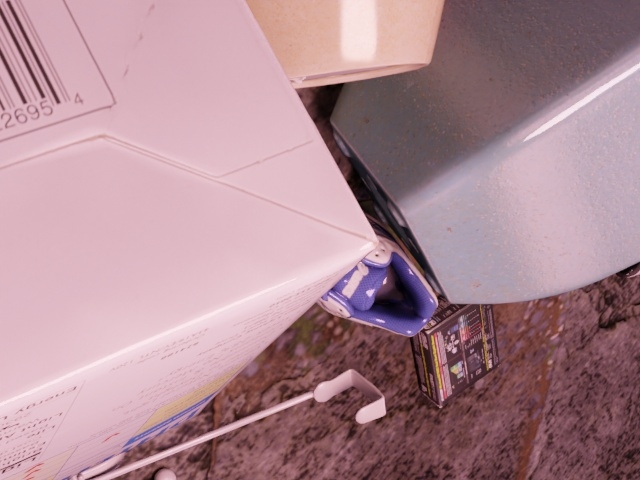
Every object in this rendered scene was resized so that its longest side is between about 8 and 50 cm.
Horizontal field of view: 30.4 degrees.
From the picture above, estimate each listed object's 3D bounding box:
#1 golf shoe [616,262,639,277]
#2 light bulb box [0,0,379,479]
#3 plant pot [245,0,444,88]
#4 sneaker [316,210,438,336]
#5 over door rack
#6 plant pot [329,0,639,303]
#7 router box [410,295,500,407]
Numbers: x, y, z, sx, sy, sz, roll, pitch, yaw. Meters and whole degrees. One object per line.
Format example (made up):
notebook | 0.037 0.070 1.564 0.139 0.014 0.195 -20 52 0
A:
golf shoe | 0.386 -0.030 1.396 0.086 0.067 0.186 -29 132 -20
light bulb box | -0.220 0.034 0.702 0.358 0.225 0.361 -22 168 -28
plant pot | -0.010 -0.235 0.726 0.256 0.256 0.274 -11 95 -35
sneaker | 0.000 0.000 1.051 0.296 0.131 0.112 24 102 -44
over door rack | -0.098 0.247 1.123 0.324 0.108 0.239 -13 126 -8
plant pot | 0.160 -0.090 1.028 0.252 0.248 0.247 -34 137 0
router box | 0.149 0.114 1.312 0.092 0.038 0.122 -31 132 -21
